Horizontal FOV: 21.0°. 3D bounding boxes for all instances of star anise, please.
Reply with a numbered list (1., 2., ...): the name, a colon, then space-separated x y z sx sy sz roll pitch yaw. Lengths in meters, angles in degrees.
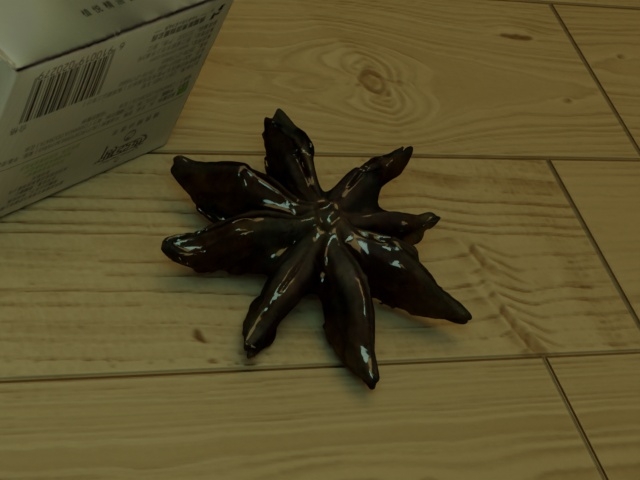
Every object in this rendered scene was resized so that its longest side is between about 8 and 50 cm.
1. star anise: 0.001 0.000 1.469 0.288 0.088 0.288 8 56 -12

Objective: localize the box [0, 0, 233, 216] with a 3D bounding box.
1. box: -0.213 -0.138 1.418 0.111 0.194 0.260 43 41 14
